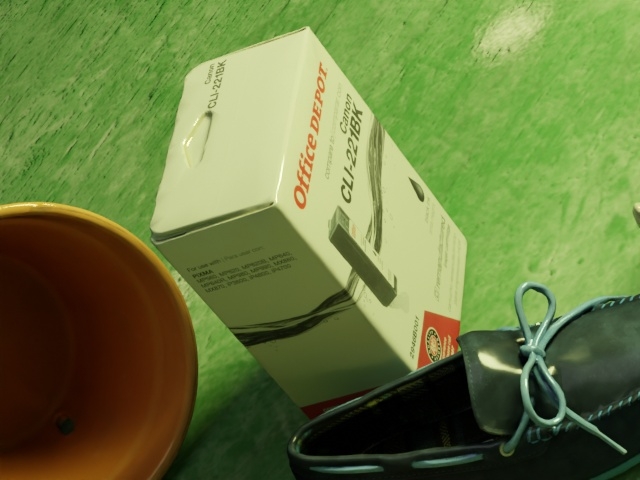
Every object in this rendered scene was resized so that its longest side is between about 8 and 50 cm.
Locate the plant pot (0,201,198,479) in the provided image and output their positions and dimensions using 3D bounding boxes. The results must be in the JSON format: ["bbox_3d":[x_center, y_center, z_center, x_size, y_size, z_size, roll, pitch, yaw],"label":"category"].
[{"bbox_3d":[-0.275,0.107,1.576,0.291,0.291,0.203,-50,21,-14],"label":"plant pot"}]

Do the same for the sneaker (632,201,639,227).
[{"bbox_3d":[0.311,-0.079,1.367,0.099,0.121,0.262,-1,51,39],"label":"sneaker"}]

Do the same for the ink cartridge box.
[{"bbox_3d":[0.000,0.000,1.425,0.114,0.273,0.197,-18,42,27],"label":"ink cartridge box"}]

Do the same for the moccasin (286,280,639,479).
[{"bbox_3d":[0.133,0.124,1.310,0.342,0.117,0.138,-30,38,13],"label":"moccasin"}]
